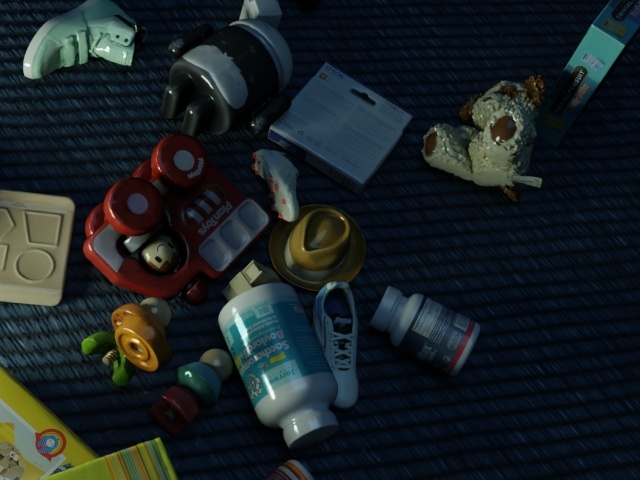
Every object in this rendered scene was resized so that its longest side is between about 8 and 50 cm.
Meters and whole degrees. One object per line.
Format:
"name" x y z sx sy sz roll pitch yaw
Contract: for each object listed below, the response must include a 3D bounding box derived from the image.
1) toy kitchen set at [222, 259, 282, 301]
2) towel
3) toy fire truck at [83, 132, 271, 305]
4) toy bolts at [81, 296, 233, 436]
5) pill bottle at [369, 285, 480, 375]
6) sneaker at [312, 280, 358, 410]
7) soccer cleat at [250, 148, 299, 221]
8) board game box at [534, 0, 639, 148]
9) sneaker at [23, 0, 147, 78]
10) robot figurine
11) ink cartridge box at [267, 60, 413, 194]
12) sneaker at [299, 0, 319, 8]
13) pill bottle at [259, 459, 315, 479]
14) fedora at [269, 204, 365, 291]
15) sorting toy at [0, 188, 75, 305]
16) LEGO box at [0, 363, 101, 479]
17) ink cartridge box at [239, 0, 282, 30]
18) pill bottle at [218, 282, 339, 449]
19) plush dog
"toy kitchen set" -0.115 0.095 1.922 0.083 0.075 0.068 -45 58 9
"towel" -0.318 0.359 1.501 0.237 0.021 0.102 -16 59 -22
"toy fire truck" -0.257 -0.023 1.901 0.254 0.169 0.302 45 59 -7
"toy bolts" -0.240 0.181 1.761 0.228 0.218 0.158 48 53 -5
"pill bottle" 0.184 0.158 1.916 0.180 0.108 0.108 27 57 4
"sneaker" 0.029 0.181 1.879 0.085 0.086 0.237 3 61 -14
"soccer cleat" -0.069 -0.111 2.020 0.076 0.068 0.196 -6 43 -23
"board game box" 0.571 -0.380 2.193 0.079 0.336 0.254 35 58 9
"sneaker" -0.451 -0.377 2.086 0.151 0.094 0.256 33 55 14
"robot figurine" -0.180 -0.314 2.076 0.278 0.173 0.209 -41 119 -29
"ink cartridge box" 0.043 -0.228 2.149 0.223 0.045 0.224 33 57 7
"sneaker" -0.112 -0.595 2.300 0.286 0.109 0.130 23 63 3
"pill bottle" -0.082 0.424 1.706 0.152 0.086 0.086 -30 71 -27
"fedora" 0.000 0.000 1.983 0.194 0.079 0.194 6 59 -9
"sorting toy" -0.539 0.012 1.877 0.193 0.038 0.208 6 63 -10
"LEGO box" -0.482 0.439 1.539 0.500 0.193 0.372 40 59 11
"ink cartridge box" -0.126 -0.456 2.200 0.052 0.122 0.088 -7 62 -22
"pill bottle" -0.062 0.214 1.801 0.146 0.146 0.264 -16 64 -22
"plush dog" 0.367 -0.223 2.144 0.210 0.262 0.225 36 63 -31
